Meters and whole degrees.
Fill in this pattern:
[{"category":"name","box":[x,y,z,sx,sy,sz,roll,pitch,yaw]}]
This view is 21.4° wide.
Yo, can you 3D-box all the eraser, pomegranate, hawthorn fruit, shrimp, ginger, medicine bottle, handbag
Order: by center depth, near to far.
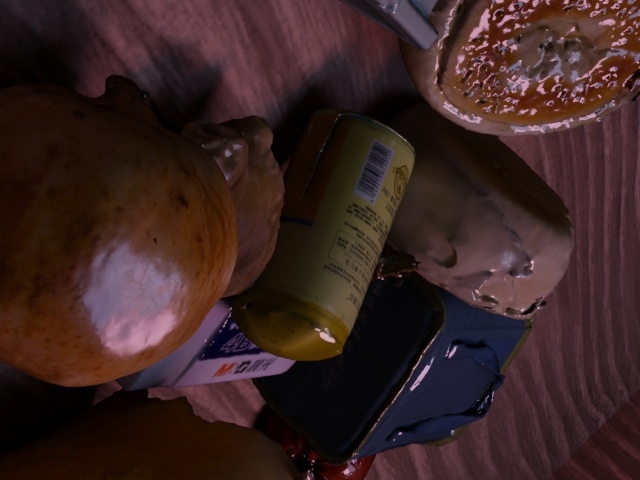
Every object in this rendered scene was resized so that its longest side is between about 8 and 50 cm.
[{"category":"pomegranate","box":[-0.180,-0.011,1.255,0.248,0.248,0.248,-38,156,-20]},{"category":"ginger","box":[-0.143,-0.012,1.444,0.270,0.123,0.219,-16,146,-49]},{"category":"medicine bottle","box":[0.000,0.000,1.613,0.124,0.124,0.239,70,40,-65]},{"category":"eraser","box":[-0.101,0.078,1.713,0.130,0.086,0.287,-55,156,20]},{"category":"shrimp","box":[0.026,0.011,1.713,0.043,0.184,0.091,-57,142,-19]},{"category":"handbag","box":[0.081,0.113,1.922,0.241,0.222,0.263,6,123,-56]},{"category":"hawthorn fruit","box":[0.008,0.247,2.123,0.148,0.148,0.172,-61,170,31]}]

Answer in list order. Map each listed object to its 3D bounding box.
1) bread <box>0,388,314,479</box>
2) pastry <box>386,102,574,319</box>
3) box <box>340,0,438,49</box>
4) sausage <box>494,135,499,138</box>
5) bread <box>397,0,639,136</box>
[{"category":"bread","box":[-0.218,0.298,1.582,0.394,0.361,0.250,-19,104,-43]},{"category":"pastry","box":[0.156,-0.030,1.776,0.133,0.265,0.265,-53,156,17]},{"category":"box","box":[0.020,-0.288,1.238,0.182,0.175,0.312,-58,156,3]},{"category":"sausage","box":[0.184,-0.149,1.875,0.053,0.053,0.348,-30,152,-35]},{"category":"bread","box":[0.213,-0.230,1.596,0.306,0.158,0.305,-12,138,-11]}]
